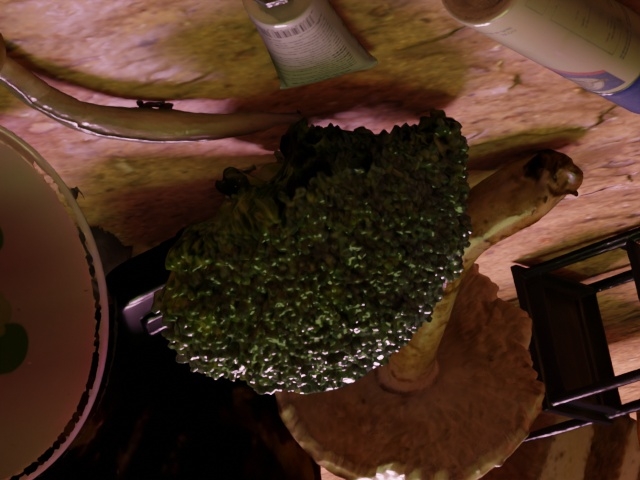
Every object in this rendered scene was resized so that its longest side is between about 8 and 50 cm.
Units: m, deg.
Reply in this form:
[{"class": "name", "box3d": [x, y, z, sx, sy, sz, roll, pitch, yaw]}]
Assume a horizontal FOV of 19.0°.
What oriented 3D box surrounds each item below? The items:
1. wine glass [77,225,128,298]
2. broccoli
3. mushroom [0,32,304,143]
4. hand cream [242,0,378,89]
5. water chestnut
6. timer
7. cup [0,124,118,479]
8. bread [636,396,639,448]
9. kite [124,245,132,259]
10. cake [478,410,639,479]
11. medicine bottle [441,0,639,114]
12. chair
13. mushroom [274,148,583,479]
[{"class": "wine glass", "box3d": [-0.231, 0.046, 1.559, 0.066, 0.066, 0.198, 5, 160, -36]}, {"class": "broccoli", "box3d": [0.003, 0.000, 1.329, 0.176, 0.226, 0.198, 5, 157, 28]}, {"class": "mushroom", "box3d": [-0.130, -0.089, 1.223, 0.068, 0.043, 0.306, 3, 175, 39]}, {"class": "hand cream", "box3d": [-0.011, -0.127, 1.151, 0.067, 0.042, 0.194, -18, 167, 6]}, {"class": "water chestnut", "box3d": [-0.177, 0.188, 1.690, 0.335, 0.335, 0.347, 11, -170, -46]}, {"class": "timer", "box3d": [-0.070, 0.021, 1.481, 0.187, 0.055, 0.144, -25, 164, -8]}, {"class": "cup", "box3d": [-0.318, 0.061, 1.288, 0.253, 0.253, 0.274, 9, 162, -44]}, {"class": "bread", "box3d": [0.412, 0.174, 1.947, 0.179, 0.250, 0.133, 20, 151, -33]}, {"class": "kite", "box3d": [-0.180, 0.018, 1.585, 0.044, 0.002, 0.078, 2, 159, -29]}, {"class": "cake", "box3d": [0.193, 0.272, 2.030, 0.256, 0.282, 0.290, 12, 173, 34]}, {"class": "medicine bottle", "box3d": [0.156, -0.130, 1.176, 0.059, 0.059, 0.231, -19, 159, 31]}, {"class": "chair", "box3d": [0.238, 0.095, 1.787, 0.260, 0.154, 0.141, -22, 158, 29]}, {"class": "mushroom", "box3d": [0.075, 0.043, 1.570, 0.233, 0.301, 0.208, -6, -154, -15]}]
